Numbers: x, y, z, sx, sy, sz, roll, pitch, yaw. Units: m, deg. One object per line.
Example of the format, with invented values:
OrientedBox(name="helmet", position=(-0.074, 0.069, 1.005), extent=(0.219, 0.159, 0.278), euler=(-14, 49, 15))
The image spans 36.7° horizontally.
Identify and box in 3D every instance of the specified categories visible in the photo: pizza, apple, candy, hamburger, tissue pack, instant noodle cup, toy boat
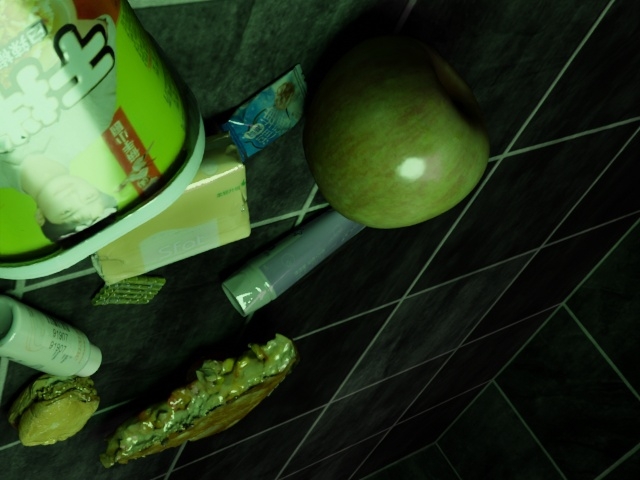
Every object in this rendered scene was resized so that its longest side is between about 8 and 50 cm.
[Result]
OrientedBox(name="pizza", position=(-0.244, 0.306, 1.865), extent=(0.406, 0.130, 0.440), euler=(-22, 164, -27))
OrientedBox(name="apple", position=(0.094, -0.142, 1.306), extent=(0.234, 0.257, 0.257), euler=(-29, 161, 27))
OrientedBox(name="candy", position=(-0.069, -0.172, 1.303), extent=(0.136, 0.038, 0.088), euler=(-39, 144, -8))
OrientedBox(name="hamburger", position=(-0.441, 0.277, 1.605), extent=(0.147, 0.083, 0.138), euler=(-48, 150, 24))
OrientedBox(name="tissue pack", position=(-0.206, -0.041, 1.274), extent=(0.222, 0.090, 0.186), euler=(-20, 151, -16))
OrientedBox(name="instant noodle cup", position=(-0.272, -0.165, 0.795), extent=(0.294, 0.294, 0.308), euler=(-31, 149, -8))
OrientedBox(name="toy boat", position=(-0.297, 0.077, 1.494), extent=(0.063, 0.016, 0.115), euler=(-47, 153, 24))

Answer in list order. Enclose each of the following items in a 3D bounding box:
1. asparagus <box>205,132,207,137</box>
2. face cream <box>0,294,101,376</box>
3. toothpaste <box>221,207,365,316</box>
OrientedBox(name="asparagus", position=(-0.148, -0.104, 1.341), extent=(0.233, 0.022, 0.023), euler=(69, 33, -64))
OrientedBox(name="face cream", position=(-0.404, 0.149, 1.411), extent=(0.082, 0.082, 0.269), euler=(-36, 157, 3))
OrientedBox(name="toothpaste", position=(0.000, 0.000, 1.674), extent=(0.371, 0.080, 0.125), euler=(-34, 157, -14))
